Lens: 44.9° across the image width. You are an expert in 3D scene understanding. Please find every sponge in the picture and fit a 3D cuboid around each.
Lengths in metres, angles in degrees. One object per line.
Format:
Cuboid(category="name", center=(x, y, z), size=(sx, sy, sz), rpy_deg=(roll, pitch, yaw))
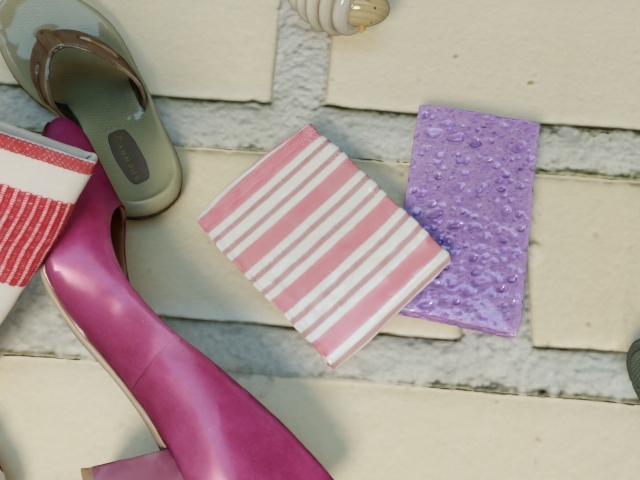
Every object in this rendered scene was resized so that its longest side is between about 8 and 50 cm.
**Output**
Cuboid(category="sponge", center=(0.133, -0.022, 0.713), size=(0.117, 0.031, 0.210), rpy_deg=(10, 70, 4))

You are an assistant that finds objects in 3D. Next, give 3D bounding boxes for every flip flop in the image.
Cuboid(category="flip flop", center=(-0.221, -0.142, 0.731), size=(0.112, 0.080, 0.277), rpy_deg=(-28, 72, -11))

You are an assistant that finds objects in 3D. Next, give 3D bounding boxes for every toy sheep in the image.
Cuboid(category="toy sheep", center=(0.012, -0.251, 0.776), size=(0.132, 0.091, 0.091), rpy_deg=(30, 71, 25))

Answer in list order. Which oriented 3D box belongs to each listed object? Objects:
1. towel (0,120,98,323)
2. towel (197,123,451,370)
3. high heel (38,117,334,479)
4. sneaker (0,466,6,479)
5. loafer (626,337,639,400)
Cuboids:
Cuboid(category="towel", center=(-0.321, 0.046, 0.507), size=(0.329, 0.237, 0.037), rpy_deg=(-52, 53, 17))
Cuboid(category="towel", center=(0.000, 0.000, 0.689), size=(0.144, 0.029, 0.197), rpy_deg=(-42, 70, -8))
Cuboid(category="high heel", center=(-0.121, 0.059, 0.639), size=(0.181, 0.127, 0.377), rpy_deg=(-14, 79, -8))
Cuboid(category="sneaker", center=(-0.333, 0.227, 0.593), size=(0.185, 0.069, 0.084), rpy_deg=(-29, 68, -10))
Cuboid(category="loafer", center=(0.345, 0.186, 0.604), size=(0.084, 0.096, 0.267), rpy_deg=(-18, 68, -13))
